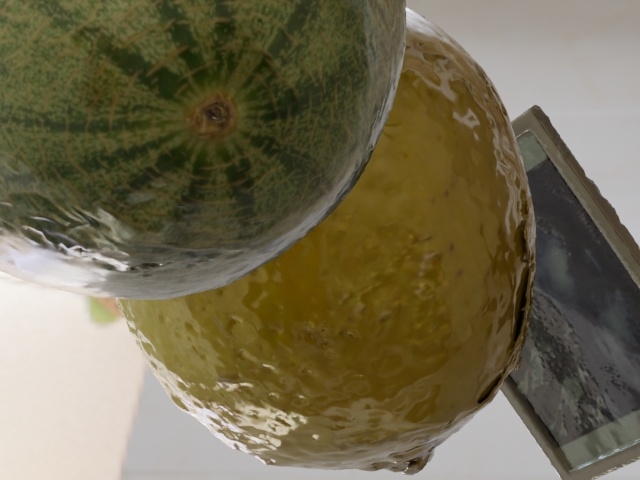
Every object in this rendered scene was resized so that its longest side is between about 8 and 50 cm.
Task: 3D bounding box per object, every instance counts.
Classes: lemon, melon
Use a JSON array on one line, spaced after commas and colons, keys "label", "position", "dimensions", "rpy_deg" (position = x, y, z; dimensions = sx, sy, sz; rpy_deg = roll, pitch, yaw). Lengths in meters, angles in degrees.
[{"label": "lemon", "position": [0.000, 0.000, 0.974], "dimensions": [0.253, 0.253, 0.310], "rpy_deg": [-60, -44, -66]}, {"label": "melon", "position": [-0.053, -0.059, 0.421], "dimensions": [0.192, 0.139, 0.139], "rpy_deg": [-136, 35, -60]}]

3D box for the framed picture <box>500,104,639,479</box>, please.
[{"label": "framed picture", "position": [0.184, 0.051, 1.344], "dimensions": [0.019, 0.209, 0.281], "rpy_deg": [-34, -93, -41]}]
